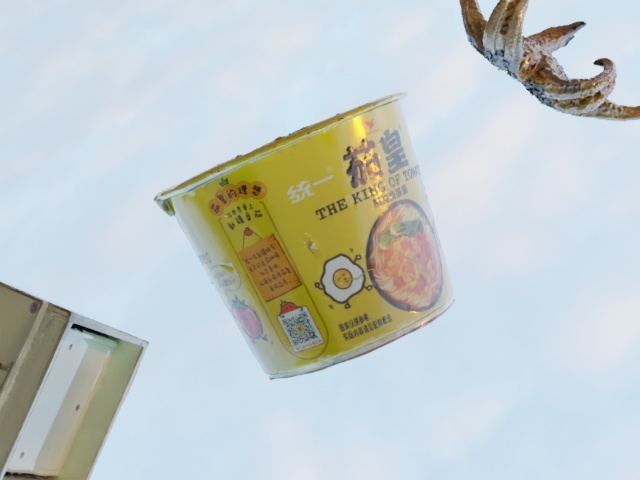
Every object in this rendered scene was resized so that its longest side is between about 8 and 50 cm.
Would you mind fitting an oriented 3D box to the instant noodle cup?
[{"bbox_3d":[0.000,0.000,1.268,0.326,0.254,0.325,-22,-176,2],"label":"instant noodle cup"}]

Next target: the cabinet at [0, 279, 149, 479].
[{"bbox_3d":[-0.280,0.101,0.865,0.206,0.150,0.145,19,-99,21],"label":"cabinet"}]

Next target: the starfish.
[{"bbox_3d":[0.199,-0.159,0.915,0.074,0.190,0.146,-52,-163,18],"label":"starfish"}]
